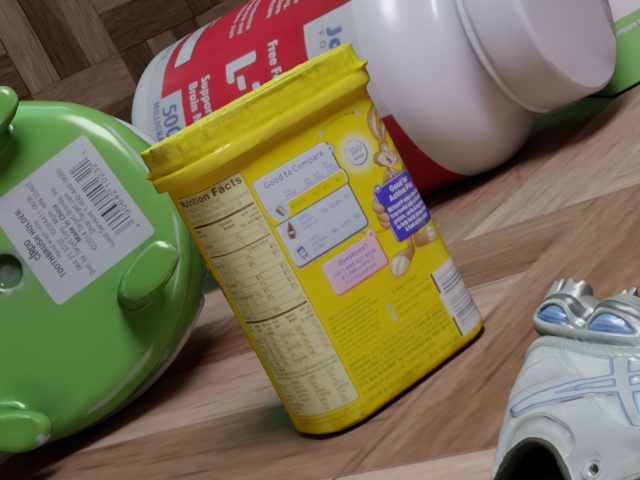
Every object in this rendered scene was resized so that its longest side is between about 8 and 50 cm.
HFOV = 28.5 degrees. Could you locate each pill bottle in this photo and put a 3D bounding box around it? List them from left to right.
[{"bbox_3d":[0.043,-0.142,1.128,0.407,0.229,0.229,-21,11,37],"label":"pill bottle"}]

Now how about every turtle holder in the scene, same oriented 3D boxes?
[{"bbox_3d":[-0.219,0.055,0.947,0.227,0.243,0.320,20,-87,-83],"label":"turtle holder"}]

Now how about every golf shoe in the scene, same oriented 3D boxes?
[{"bbox_3d":[0.119,0.062,0.386,0.086,0.069,0.176,-58,19,-16],"label":"golf shoe"}]

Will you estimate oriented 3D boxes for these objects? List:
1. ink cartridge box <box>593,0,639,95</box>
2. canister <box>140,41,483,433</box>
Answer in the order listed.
[{"bbox_3d":[0.236,-0.283,1.206,0.114,0.273,0.198,-28,10,-2],"label":"ink cartridge box"},{"bbox_3d":[0.000,0.000,0.662,0.126,0.170,0.073,-32,10,-27],"label":"canister"}]
